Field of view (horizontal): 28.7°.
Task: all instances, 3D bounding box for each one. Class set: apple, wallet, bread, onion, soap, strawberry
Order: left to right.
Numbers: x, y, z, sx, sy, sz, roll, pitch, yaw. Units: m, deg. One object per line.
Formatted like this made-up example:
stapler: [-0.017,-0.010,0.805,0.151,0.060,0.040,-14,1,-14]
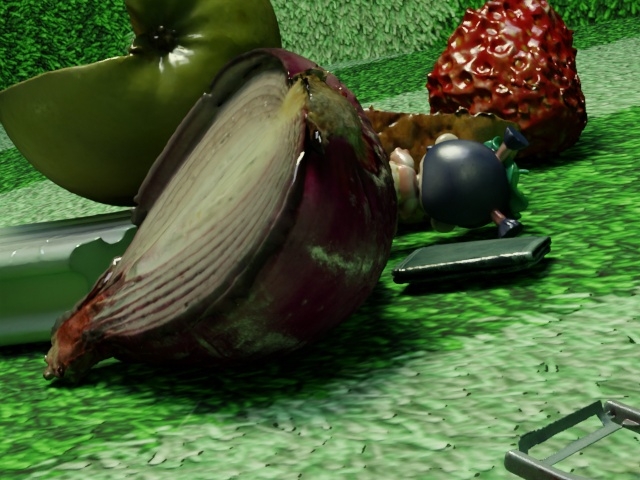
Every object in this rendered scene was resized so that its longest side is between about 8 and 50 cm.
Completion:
soap: [-0.280,0.039,1.231,0.290,0.095,0.173,-7,13,16]
apple: [-0.162,-0.161,1.278,0.295,0.233,0.258,-51,12,-12]
onion: [-0.067,0.019,1.029,0.349,0.159,0.267,-43,31,27]
bread: [0.077,-0.083,1.351,0.260,0.134,0.129,10,2,4]
wallet: [0.135,0.019,1.112,0.129,0.026,0.088,-7,10,22]
strawberry: [0.259,-0.185,1.550,0.234,0.234,0.178,-16,37,-20]

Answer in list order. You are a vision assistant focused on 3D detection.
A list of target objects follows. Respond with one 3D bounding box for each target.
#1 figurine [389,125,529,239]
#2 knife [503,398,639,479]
figurine: [0.110,-0.048,1.235,0.195,0.111,0.102,-5,1,5]
knife: [0.234,0.113,0.571,0.278,0.053,0.123,1,14,41]
